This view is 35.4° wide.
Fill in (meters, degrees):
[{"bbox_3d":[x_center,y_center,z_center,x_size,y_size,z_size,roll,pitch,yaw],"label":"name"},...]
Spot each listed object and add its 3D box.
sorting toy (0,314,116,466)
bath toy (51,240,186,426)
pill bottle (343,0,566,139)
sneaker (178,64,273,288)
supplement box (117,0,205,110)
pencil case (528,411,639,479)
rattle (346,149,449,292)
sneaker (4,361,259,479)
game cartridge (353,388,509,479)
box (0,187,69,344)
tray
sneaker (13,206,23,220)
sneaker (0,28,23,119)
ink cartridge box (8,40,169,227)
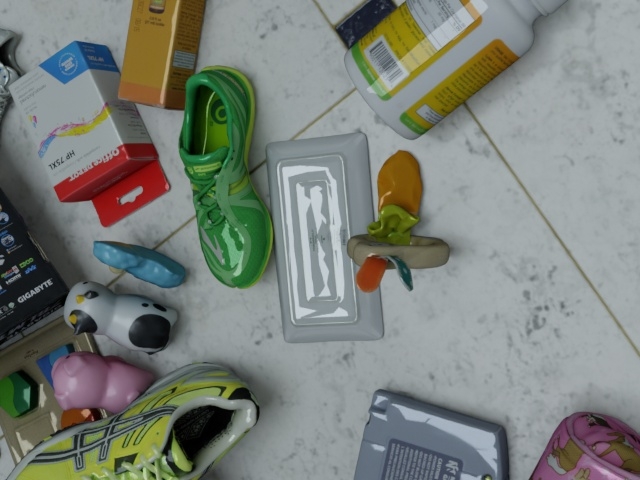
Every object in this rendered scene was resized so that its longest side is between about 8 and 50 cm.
[{"bbox_3d":[-0.436,0.269,1.496,0.307,0.041,0.229,-28,83,21],"label":"sorting toy"},{"bbox_3d":[-0.299,0.177,1.360,0.151,0.129,0.348,16,92,14],"label":"bath toy"},{"bbox_3d":[0.160,-0.241,1.164,0.246,0.136,0.136,-38,80,20],"label":"pill bottle"},{"bbox_3d":[-0.138,-0.080,1.304,0.109,0.123,0.295,-7,91,23],"label":"sneaker"},{"bbox_3d":[-0.206,-0.296,1.343,0.078,0.080,0.233,14,101,20],"label":"supplement box"},{"bbox_3d":[0.272,0.393,1.152,0.167,0.160,0.386,26,103,8],"label":"pencil case"},{"bbox_3d":[0.090,-0.023,1.174,0.130,0.200,0.142,24,102,19],"label":"rattle"},{"bbox_3d":[-0.244,0.278,1.245,0.145,0.385,0.147,58,155,-13],"label":"sneaker"},{"bbox_3d":[0.131,0.353,1.266,0.196,0.060,0.294,16,100,24],"label":"game cartridge"},{"bbox_3d":[-0.546,0.035,1.369,0.295,0.073,0.293,-34,83,-20],"label":"box"},{"bbox_3d":[0.000,0.000,1.305,0.145,0.030,0.270,-4,92,22],"label":"tray"},{"bbox_3d":[-0.517,0.029,1.489,0.104,0.095,0.236,33,104,9],"label":"sneaker"},{"bbox_3d":[-0.478,-0.221,1.465,0.083,0.071,0.190,5,96,16],"label":"sneaker"},{"bbox_3d":[-0.322,-0.144,1.399,0.134,0.078,0.231,-28,84,22],"label":"ink cartridge box"}]
